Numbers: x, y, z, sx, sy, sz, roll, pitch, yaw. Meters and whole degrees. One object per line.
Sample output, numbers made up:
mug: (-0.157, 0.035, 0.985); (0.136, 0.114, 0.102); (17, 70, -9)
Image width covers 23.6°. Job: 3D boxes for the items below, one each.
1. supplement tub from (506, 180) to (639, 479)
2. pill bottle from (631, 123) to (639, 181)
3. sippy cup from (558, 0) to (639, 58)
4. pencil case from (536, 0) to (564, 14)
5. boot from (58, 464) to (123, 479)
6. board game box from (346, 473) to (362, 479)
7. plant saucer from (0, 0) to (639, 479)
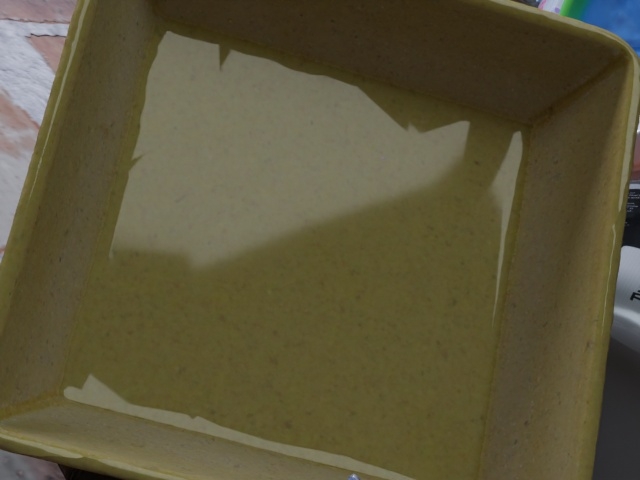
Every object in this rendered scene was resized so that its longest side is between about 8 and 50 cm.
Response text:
supplement tub: (0.210, 0.081, 1.069); (0.207, 0.207, 0.338); (31, 27, 10)
pill bottle: (0.301, -0.014, 1.272); (0.222, 0.124, 0.124); (61, 18, -20)
sippy cup: (0.362, -0.166, 1.449); (0.240, 0.306, 0.224); (6, -1, 27)
pencil case: (0.402, -0.248, 1.947); (0.273, 0.113, 0.124); (24, 41, -3)
boot: (-0.040, 0.140, 0.896); (0.219, 0.082, 0.106); (-9, 52, -35)
board game box: (0.027, 0.199, 0.699); (0.194, 0.194, 0.060); (9, 31, -31)
plant saucer: (0.000, 0.000, 0.867); (0.332, 0.081, 0.333); (15, 68, -8)
